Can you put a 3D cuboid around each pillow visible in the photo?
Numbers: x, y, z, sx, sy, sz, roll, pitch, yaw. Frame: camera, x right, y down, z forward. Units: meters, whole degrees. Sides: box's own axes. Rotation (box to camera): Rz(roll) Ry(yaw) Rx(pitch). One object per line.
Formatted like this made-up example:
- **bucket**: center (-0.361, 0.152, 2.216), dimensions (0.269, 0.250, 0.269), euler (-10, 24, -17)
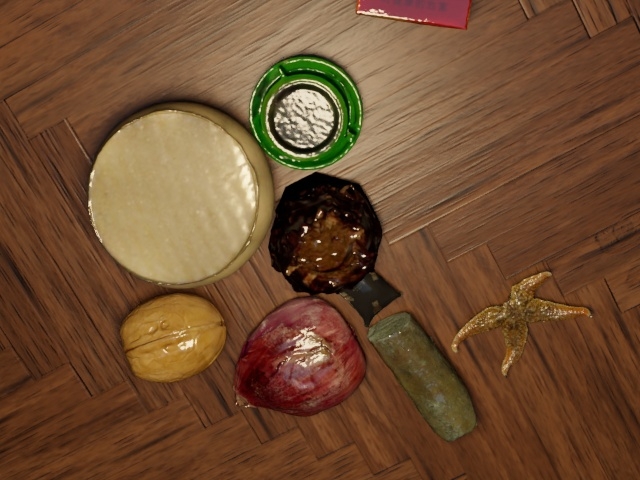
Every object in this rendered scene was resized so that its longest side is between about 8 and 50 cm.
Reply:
- **pillow**: center (0.073, 0.083, 1.866), dimensions (0.090, 0.048, 0.150), euler (-41, 99, 19)

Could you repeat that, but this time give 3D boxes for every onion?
- **onion**: center (-0.055, 0.251, 1.877), dimensions (0.283, 0.120, 0.227), euler (-35, 96, 10)

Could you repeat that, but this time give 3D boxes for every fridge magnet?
- **fridge magnet**: center (-0.027, -0.226, 1.767), dimensions (0.208, 0.088, 0.208), euler (1, 108, 4)

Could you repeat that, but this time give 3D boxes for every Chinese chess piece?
- **Chinese chess piece**: center (-0.251, -0.080, 1.768), dimensions (0.338, 0.140, 0.338), euler (1, 97, 7)

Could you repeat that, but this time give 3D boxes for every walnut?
- **walnut**: center (-0.276, 0.182, 1.845), dimensions (0.197, 0.165, 0.165), euler (-12, 104, 12)

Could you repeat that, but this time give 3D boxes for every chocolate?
- **chocolate**: center (0.000, 0.000, 1.754), dimensions (0.206, 0.177, 0.224), euler (17, 96, 7)

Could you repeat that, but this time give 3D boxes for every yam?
- **yam**: center (0.200, 0.258, 1.881), dimensions (0.106, 0.106, 0.259), euler (-34, 102, 9)

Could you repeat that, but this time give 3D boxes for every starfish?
- **starfish**: center (0.377, 0.162, 1.883), dimensions (0.247, 0.050, 0.138), euler (-39, 101, 17)

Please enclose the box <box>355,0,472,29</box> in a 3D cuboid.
- **box**: center (0.179, -0.532, 1.685), dimensions (0.197, 0.089, 0.313), euler (9, 105, 1)
